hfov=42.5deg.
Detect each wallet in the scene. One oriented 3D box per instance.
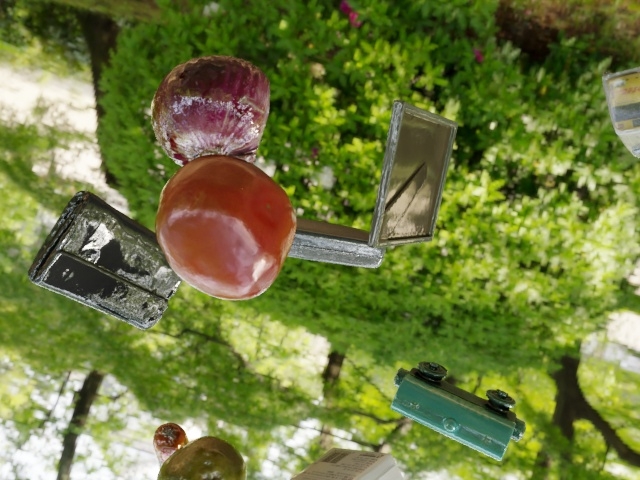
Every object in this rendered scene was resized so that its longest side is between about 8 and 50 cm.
[{"bbox_3d":[-0.466,0.058,1.894,0.062,0.228,0.406,25,173,33],"label":"wallet"}]

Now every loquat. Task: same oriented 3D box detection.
[{"bbox_3d":[-0.270,0.557,1.889,0.213,0.213,0.246,19,160,-9],"label":"loquat"}]

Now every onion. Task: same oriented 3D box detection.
[{"bbox_3d":[-0.226,-0.275,1.707,0.256,0.272,0.230,-18,150,-6],"label":"onion"}]

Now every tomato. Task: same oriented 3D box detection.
[{"bbox_3d":[-0.151,-0.031,1.393,0.180,0.259,0.260,-16,152,35],"label":"tomato"}]

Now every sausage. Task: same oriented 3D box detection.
[{"bbox_3d":[-0.371,0.550,2.089,0.093,0.093,0.312,16,142,10],"label":"sausage"}]

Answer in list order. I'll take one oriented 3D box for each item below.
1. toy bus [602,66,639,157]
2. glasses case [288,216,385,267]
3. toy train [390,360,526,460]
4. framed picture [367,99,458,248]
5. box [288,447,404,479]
[{"bbox_3d":[0.561,-0.227,1.426,0.097,0.138,0.342,-13,172,24],"label":"toy bus"},{"bbox_3d":[0.000,0.000,2.018,0.323,0.074,0.131,9,-161,-23],"label":"glasses case"},{"bbox_3d":[0.238,0.299,1.448,0.248,0.101,0.159,22,-165,13],"label":"toy train"},{"bbox_3d":[0.227,-0.147,1.963,0.028,0.326,0.446,14,-173,23],"label":"framed picture"},{"bbox_3d":[0.047,0.594,1.933,0.274,0.203,0.116,-19,100,59],"label":"box"}]
